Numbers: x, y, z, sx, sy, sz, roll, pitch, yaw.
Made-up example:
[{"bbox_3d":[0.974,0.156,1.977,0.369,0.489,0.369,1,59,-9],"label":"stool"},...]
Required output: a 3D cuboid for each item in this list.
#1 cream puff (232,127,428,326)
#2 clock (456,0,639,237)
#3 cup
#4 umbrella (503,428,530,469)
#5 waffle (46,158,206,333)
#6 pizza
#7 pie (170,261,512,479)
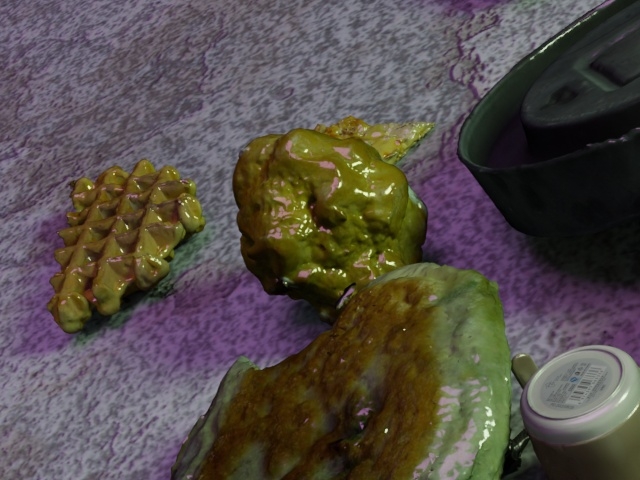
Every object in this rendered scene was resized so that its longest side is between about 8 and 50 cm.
[{"bbox_3d":[0.000,0.000,1.325,0.146,0.146,0.116,-6,54,33],"label":"cream puff"},{"bbox_3d":[0.241,-0.114,1.282,0.319,0.066,0.319,-29,16,9],"label":"clock"},{"bbox_3d":[0.156,0.105,1.063,0.074,0.099,0.102,-22,31,9],"label":"cup"},{"bbox_3d":[0.093,0.146,1.132,0.149,0.022,0.022,-45,-8,-26],"label":"umbrella"},{"bbox_3d":[-0.170,-0.003,1.539,0.161,0.046,0.192,-36,31,-13],"label":"waffle"},{"bbox_3d":[0.037,-0.079,1.506,0.109,0.026,0.123,-24,30,3],"label":"pizza"},{"bbox_3d":[0.004,0.133,1.139,0.302,0.067,0.302,-35,27,21],"label":"pie"}]
